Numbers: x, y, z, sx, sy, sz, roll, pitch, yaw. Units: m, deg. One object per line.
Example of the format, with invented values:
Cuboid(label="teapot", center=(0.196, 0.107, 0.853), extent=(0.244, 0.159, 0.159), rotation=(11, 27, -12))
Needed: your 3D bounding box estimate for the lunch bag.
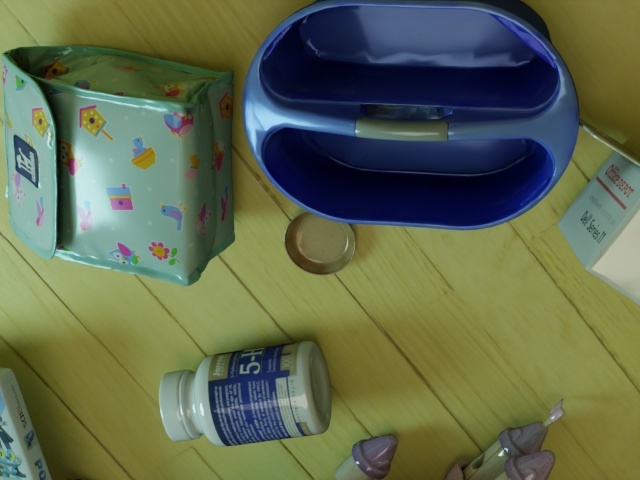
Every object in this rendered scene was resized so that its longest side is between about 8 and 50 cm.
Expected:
Cuboid(label="lunch bag", center=(-0.236, -0.089, 1.506), extent=(0.262, 0.160, 0.223), rotation=(11, 118, 16))

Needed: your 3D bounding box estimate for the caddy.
Cuboid(label="caddy", center=(0.093, -0.139, 1.414), extent=(0.341, 0.179, 0.241), rotation=(3, 114, 10))

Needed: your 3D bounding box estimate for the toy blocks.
Cuboid(label="toy blocks", center=(0.161, 0.313, 1.551), extent=(0.309, 0.288, 0.260), rotation=(41, 117, -6))

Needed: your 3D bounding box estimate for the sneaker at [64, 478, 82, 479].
Cuboid(label="sneaker", center=(-0.258, 0.427, 1.764), extent=(0.118, 0.107, 0.279), rotation=(-38, 103, 27))

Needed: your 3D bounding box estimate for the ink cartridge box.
Cuboid(label="ink cartridge box", center=(0.373, 0.018, 1.421), extent=(0.353, 0.207, 0.119), rotation=(34, 102, -6))

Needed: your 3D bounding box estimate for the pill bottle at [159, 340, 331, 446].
Cuboid(label="pill bottle", center=(-0.089, 0.185, 1.625), extent=(0.187, 0.112, 0.112), rotation=(-10, 112, 12))

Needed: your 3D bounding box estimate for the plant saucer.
Cuboid(label="plant saucer", center=(0.000, 0.000, 1.583), extent=(0.083, 0.015, 0.083), rotation=(3, 113, 8))

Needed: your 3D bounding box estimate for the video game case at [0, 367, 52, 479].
Cuboid(label="video game case", center=(-0.473, 0.292, 1.723), extent=(0.329, 0.036, 0.299), rotation=(-1, 115, 29))
